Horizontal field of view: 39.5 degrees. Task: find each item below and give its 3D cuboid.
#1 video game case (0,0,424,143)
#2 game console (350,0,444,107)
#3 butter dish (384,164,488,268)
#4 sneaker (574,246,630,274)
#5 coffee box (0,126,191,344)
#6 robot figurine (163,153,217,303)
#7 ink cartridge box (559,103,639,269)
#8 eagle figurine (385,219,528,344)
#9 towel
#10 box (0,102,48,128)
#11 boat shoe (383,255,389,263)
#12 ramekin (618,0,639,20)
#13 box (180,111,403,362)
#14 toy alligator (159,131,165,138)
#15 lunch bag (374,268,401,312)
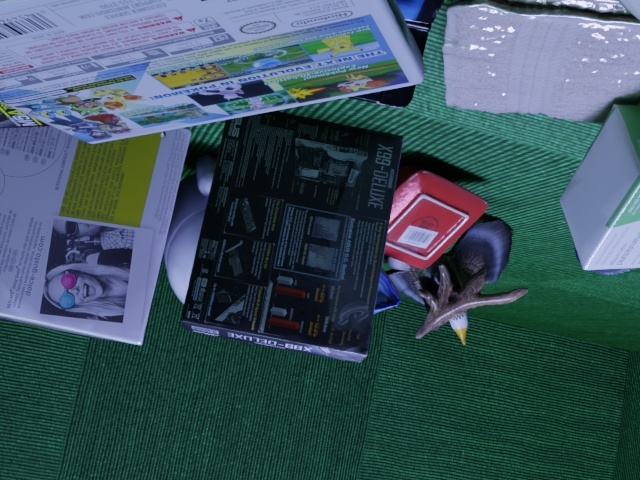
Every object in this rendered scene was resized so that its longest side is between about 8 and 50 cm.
[{"bbox_3d":[-0.107,-0.149,0.675,0.329,0.036,0.300,-8,170,14],"label":"video game case"},{"bbox_3d":[0.026,-0.182,0.778,0.144,0.124,0.085,12,-162,-3],"label":"game console"},{"bbox_3d":[0.140,-0.056,1.350,0.160,0.118,0.160,21,124,-35],"label":"butter dish"},{"bbox_3d":[0.422,-0.032,1.244,0.131,0.112,0.319,29,165,-8],"label":"sneaker"},{"bbox_3d":[-0.427,-0.033,1.418,0.335,0.338,0.338,14,170,-16],"label":"coffee box"},{"bbox_3d":[-0.168,0.006,1.522,0.200,0.299,0.353,-15,-153,-8],"label":"robot figurine"},{"bbox_3d":[0.365,-0.051,0.859,0.213,0.093,0.154,-3,147,-10],"label":"ink cartridge box"},{"bbox_3d":[0.221,0.071,1.552,0.227,0.225,0.298,15,-160,3],"label":"eagle figurine"},{"bbox_3d":[0.204,-0.162,0.787,0.187,0.049,0.282,9,171,10],"label":"towel"},{"bbox_3d":[-0.392,-0.191,1.142,0.184,0.045,0.190,-4,170,-2],"label":"box"},{"bbox_3d":[0.126,-0.012,1.598,0.123,0.116,0.324,13,171,-15],"label":"boat shoe"},{"bbox_3d":[0.248,-0.174,0.339,0.304,0.148,0.303,11,171,2],"label":"ramekin"},{"bbox_3d":[-0.034,-0.012,1.188,0.243,0.307,0.076,10,165,-2],"label":"box"},{"bbox_3d":[-0.210,-0.180,1.175,0.051,0.056,0.189,-30,171,-3],"label":"toy alligator"},{"bbox_3d":[0.000,0.000,1.437,0.138,0.293,0.221,-27,176,-1],"label":"lunch bag"}]
